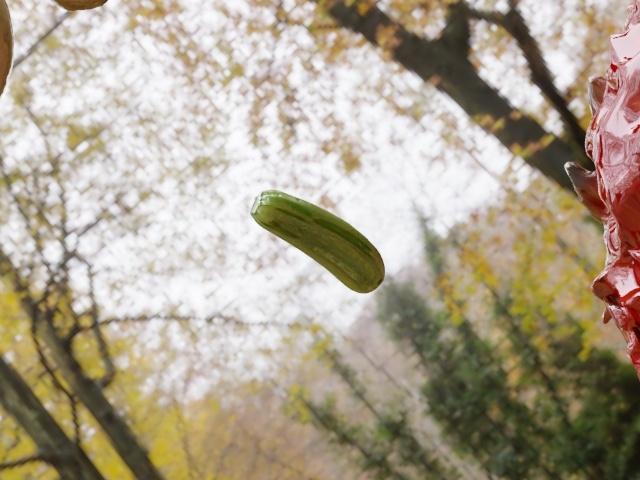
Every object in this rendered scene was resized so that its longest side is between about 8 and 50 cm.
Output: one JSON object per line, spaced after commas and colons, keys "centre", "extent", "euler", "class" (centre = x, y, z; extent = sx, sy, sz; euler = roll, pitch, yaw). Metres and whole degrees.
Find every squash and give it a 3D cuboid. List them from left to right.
{"centre": [0.001, 0.000, 0.579], "extent": [0.027, 0.027, 0.089], "euler": [-45, -44, 9], "class": "squash"}

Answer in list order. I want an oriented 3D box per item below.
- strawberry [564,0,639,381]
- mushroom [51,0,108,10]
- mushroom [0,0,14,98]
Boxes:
{"centre": [0.200, -0.029, 0.357], "extent": [0.205, 0.205, 0.244], "euler": [-28, 0, -38], "class": "strawberry"}
{"centre": [-0.214, -0.346, 1.202], "extent": [0.159, 0.122, 0.328], "euler": [-32, -11, -39], "class": "mushroom"}
{"centre": [-0.366, -0.149, 1.056], "extent": [0.206, 0.206, 0.209], "euler": [-29, -24, -36], "class": "mushroom"}
